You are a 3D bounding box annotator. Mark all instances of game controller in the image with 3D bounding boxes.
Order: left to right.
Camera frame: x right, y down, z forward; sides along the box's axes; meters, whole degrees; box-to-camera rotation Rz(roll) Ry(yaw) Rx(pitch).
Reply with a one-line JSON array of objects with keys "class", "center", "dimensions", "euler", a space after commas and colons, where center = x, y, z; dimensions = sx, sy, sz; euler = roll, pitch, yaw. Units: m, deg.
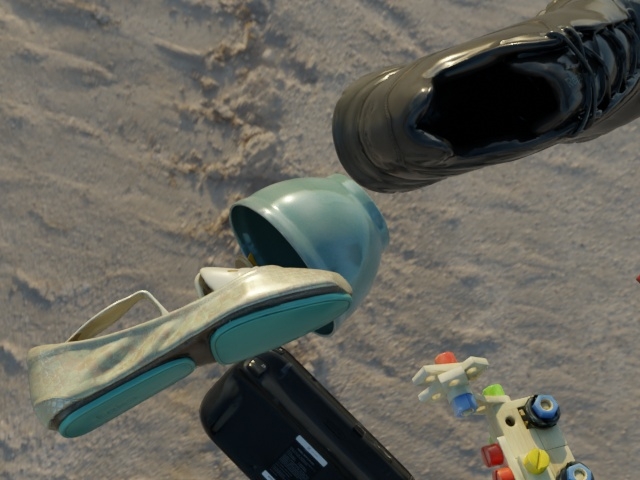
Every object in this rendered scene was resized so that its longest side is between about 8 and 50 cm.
[{"class": "game controller", "center": [-0.019, 0.294, 1.220], "dimensions": [0.319, 0.166, 0.067], "euler": [44, 15, 6]}]

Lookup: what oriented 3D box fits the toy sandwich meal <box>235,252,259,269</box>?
[{"class": "toy sandwich meal", "center": [-0.119, 0.058, 1.585], "dimensions": [0.029, 0.085, 0.086], "euler": [-32, 83, -26]}]

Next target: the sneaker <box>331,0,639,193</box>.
[{"class": "sneaker", "center": [0.154, -0.102, 0.578], "dimensions": [0.286, 0.130, 0.109], "euler": [-26, 99, -13]}]

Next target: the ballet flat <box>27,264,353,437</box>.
[{"class": "ballet flat", "center": [-0.065, 0.040, 0.444], "dimensions": [0.168, 0.057, 0.052], "euler": [-23, 66, -14]}]

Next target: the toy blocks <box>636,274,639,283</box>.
[{"class": "toy blocks", "center": [0.665, -0.009, 1.453], "dimensions": [0.260, 0.381, 0.191], "euler": [0, 42, -47]}]

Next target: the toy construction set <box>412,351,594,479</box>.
[{"class": "toy construction set", "center": [0.236, 0.301, 1.161], "dimensions": [0.214, 0.151, 0.328], "euler": [-11, 70, -14]}]

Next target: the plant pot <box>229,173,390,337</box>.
[{"class": "plant pot", "center": [0.000, 0.000, 1.617], "dimensions": [0.196, 0.293, 0.293], "euler": [-38, 86, -20]}]
